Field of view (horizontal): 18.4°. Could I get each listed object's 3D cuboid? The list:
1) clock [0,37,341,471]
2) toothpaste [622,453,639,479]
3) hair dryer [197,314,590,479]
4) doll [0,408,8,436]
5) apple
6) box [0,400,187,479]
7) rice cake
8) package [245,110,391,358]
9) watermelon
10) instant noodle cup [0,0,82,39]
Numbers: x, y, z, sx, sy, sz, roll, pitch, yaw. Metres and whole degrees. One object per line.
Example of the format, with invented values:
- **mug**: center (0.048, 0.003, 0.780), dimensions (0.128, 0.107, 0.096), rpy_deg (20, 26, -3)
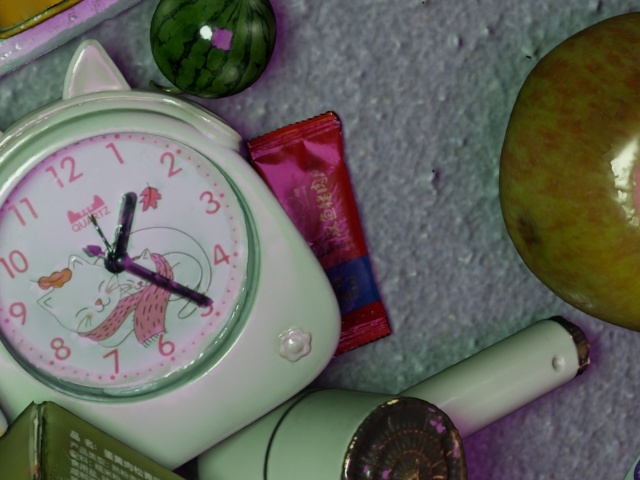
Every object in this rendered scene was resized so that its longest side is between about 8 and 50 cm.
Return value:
- **clock**: center (-0.153, 0.013, 1.496), dimensions (0.265, 0.108, 0.324), rpy_deg (-29, 111, -7)
- **toothpaste**: center (0.330, 0.177, 1.776), dimensions (0.040, 0.047, 0.196), rpy_deg (31, 91, -40)
- **hair dryer**: center (0.096, 0.139, 1.614), dimensions (0.362, 0.203, 0.128), rpy_deg (-24, 103, -35)
- **doll**: center (-0.342, 0.035, 1.412), dimensions (0.316, 0.145, 0.103), rpy_deg (57, 36, -18)
- **apple**: center (0.276, -0.051, 1.582), dimensions (0.264, 0.264, 0.264), rpy_deg (-6, 106, -20)
- **box**: center (-0.165, 0.366, 1.511), dimensions (0.420, 0.138, 0.373), rpy_deg (34, 112, -26)
- **rice cake**: center (-0.194, -0.164, 1.480), dimensions (0.207, 0.033, 0.033), rpy_deg (-31, 114, -11)
- **package**: center (0.000, 0.000, 1.608), dimensions (0.083, 0.022, 0.200), rpy_deg (-20, 109, -16)
- **watermelon**: center (-0.081, -0.152, 1.494), dimensions (0.109, 0.109, 0.109), rpy_deg (-6, 106, -20)
- **instant noodle cup**: center (-0.178, -0.264, 1.373), dimensions (0.215, 0.216, 0.172), rpy_deg (-34, 105, -10)
